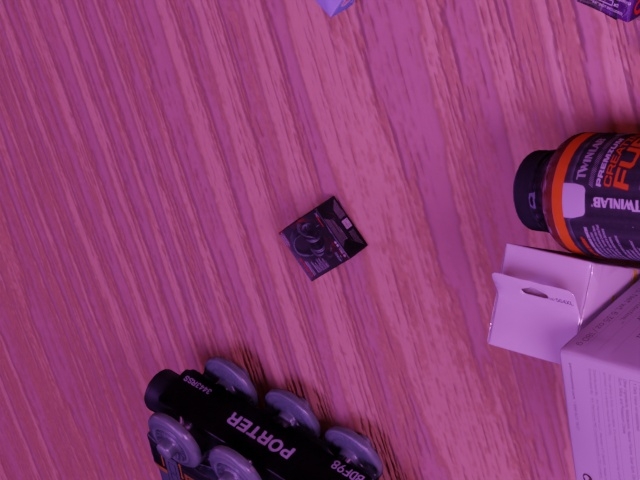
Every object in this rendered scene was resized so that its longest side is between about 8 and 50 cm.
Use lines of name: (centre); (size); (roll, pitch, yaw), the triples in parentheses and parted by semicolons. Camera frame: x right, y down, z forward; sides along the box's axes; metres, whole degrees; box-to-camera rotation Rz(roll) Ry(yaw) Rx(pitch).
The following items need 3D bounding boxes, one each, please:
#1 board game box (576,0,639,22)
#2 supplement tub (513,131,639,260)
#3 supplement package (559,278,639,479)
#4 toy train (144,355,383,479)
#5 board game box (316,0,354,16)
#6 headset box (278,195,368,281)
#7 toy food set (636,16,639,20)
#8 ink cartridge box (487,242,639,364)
board game box: (0.123, -0.328, 1.390); (0.347, 0.056, 0.208); (28, 123, 26)
supplement tub: (0.254, -0.035, 1.456); (0.198, 0.106, 0.106); (5, 121, 44)
supplement package: (0.365, 0.148, 1.417); (0.293, 0.177, 0.175); (15, 127, 39)
toy train: (-0.056, 0.262, 1.993); (0.334, 0.142, 0.190); (27, 147, 28)
board game box: (-0.018, -0.325, 1.579); (0.211, 0.039, 0.160); (48, 141, 7)
headset box: (0.000, 0.000, 1.809); (0.062, 0.032, 0.083); (56, 141, -2)
toy food set: (0.291, -0.136, 1.414); (0.078, 0.019, 0.122); (1, 126, 46)
ink cartridge box: (0.213, 0.057, 1.518); (0.092, 0.143, 0.090); (13, 94, 42)
